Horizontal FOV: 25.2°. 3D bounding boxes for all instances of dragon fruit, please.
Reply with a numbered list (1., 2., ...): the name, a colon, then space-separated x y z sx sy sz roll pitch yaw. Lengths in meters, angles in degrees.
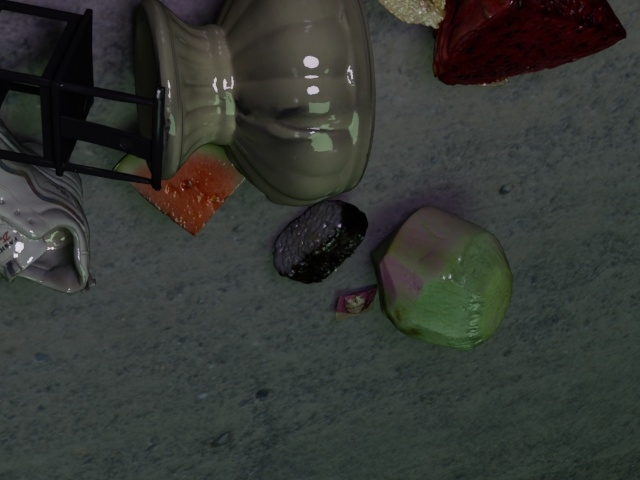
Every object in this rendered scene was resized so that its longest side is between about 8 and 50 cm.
1. dragon fruit: 0.232 -0.307 1.887 0.205 0.152 0.317 -29 163 33

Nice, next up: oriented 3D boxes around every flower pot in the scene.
1. flower pot: -0.090 -0.187 1.696 0.244 0.307 0.307 -4 139 -16

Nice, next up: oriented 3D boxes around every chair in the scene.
1. chair: -0.289 -0.167 1.612 0.260 0.141 0.154 11 138 2

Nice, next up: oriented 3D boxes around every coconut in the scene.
1. coconut: 0.179 0.056 2.237 0.236 0.236 0.205 34 78 -51

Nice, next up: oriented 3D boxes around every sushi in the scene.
1. sushi: 0.000 0.000 2.144 0.078 0.090 0.150 22 123 -43

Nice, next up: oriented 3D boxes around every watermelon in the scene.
1. watermelon: -0.166 -0.090 1.908 0.193 0.145 0.137 1 110 7

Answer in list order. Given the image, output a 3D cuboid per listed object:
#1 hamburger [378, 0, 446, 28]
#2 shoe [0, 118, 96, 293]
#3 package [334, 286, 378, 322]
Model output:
1. hamburger: 0.075 -0.388 1.660 0.144 0.156 0.283 -34 131 20
2. shoe: -0.398 -0.045 1.724 0.132 0.210 0.342 -40 142 17
3. package: 0.061 0.105 2.364 0.083 0.029 0.059 -17 137 -32
